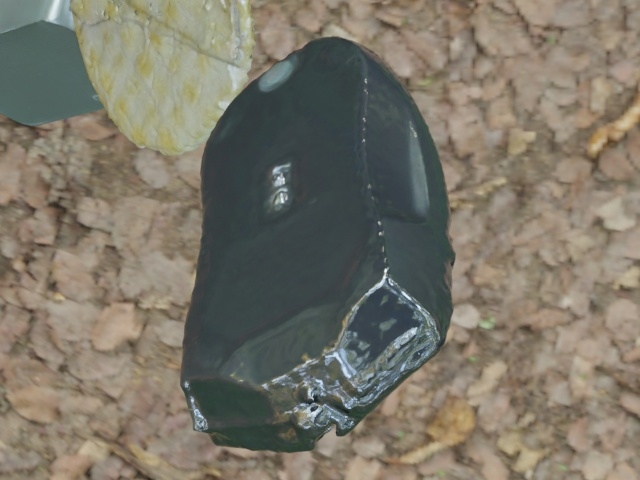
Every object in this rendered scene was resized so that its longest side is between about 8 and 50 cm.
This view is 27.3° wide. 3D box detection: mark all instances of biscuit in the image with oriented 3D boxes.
[{"bbox_3d":[-0.119,-0.166,0.931,0.033,0.220,0.220,-15,104,-39],"label":"biscuit"}]

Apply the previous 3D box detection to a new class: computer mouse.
[{"bbox_3d":[0.000,0.000,0.589,0.073,0.122,0.217,43,31,-33],"label":"computer mouse"}]

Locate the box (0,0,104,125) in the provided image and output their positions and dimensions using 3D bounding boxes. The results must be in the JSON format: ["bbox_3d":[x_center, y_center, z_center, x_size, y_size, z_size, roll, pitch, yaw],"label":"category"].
[{"bbox_3d":[-0.232,-0.199,1.166,0.163,0.243,0.135,34,61,-42],"label":"box"}]
